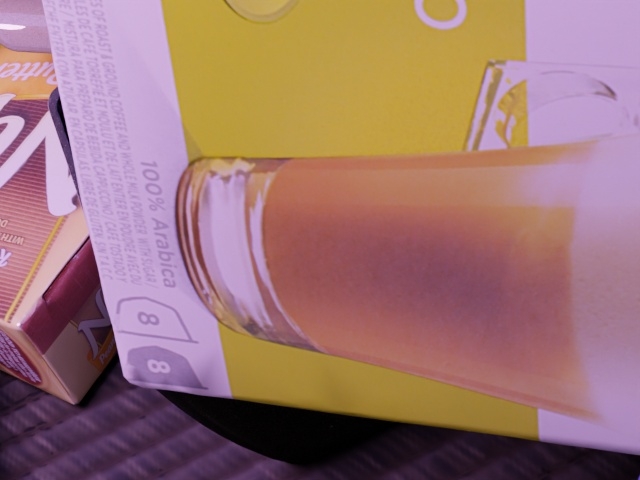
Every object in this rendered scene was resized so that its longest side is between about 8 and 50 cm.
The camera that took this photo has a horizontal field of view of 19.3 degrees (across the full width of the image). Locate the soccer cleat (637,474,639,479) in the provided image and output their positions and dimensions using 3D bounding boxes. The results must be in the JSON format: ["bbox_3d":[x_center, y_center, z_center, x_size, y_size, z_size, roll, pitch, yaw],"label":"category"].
[{"bbox_3d":[0.076,0.162,0.755,0.093,0.289,0.121,-21,77,-47],"label":"soccer cleat"}]

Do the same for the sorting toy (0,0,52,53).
[{"bbox_3d":[-0.084,-0.158,1.081,0.348,0.047,0.196,3,41,-1],"label":"sorting toy"}]

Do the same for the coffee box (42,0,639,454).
[{"bbox_3d":[0.115,-0.159,0.671,0.334,0.337,0.338,7,42,16],"label":"coffee box"}]

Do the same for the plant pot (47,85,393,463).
[{"bbox_3d":[0.000,0.000,0.932,0.188,0.167,0.187,-25,52,2],"label":"plant pot"}]

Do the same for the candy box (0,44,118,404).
[{"bbox_3d":[-0.219,-0.049,1.094,0.316,0.087,0.183,22,65,30],"label":"candy box"}]
